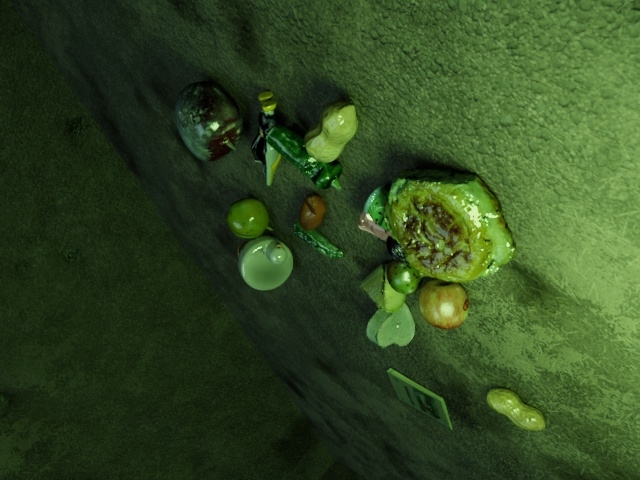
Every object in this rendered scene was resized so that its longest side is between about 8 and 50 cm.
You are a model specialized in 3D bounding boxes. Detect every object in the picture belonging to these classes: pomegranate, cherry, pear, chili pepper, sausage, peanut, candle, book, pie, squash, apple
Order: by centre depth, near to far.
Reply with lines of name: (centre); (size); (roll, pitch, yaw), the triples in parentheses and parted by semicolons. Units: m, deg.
pie: (0.303, -0.035, 1.428); (0.354, 0.103, 0.288); (14, 127, 34)
peanut: (0.023, -0.294, 1.564); (0.111, 0.125, 0.274); (66, 158, 12)
apple: (0.353, 0.177, 1.653); (0.146, 0.146, 0.131); (18, 122, 50)
pomegranate: (0.262, 0.099, 1.739); (0.130, 0.130, 0.130); (39, 153, 24)
chili pepper: (-0.033, -0.244, 1.740); (0.270, 0.099, 0.136); (40, -172, 11)
peanut: (0.607, 0.522, 1.787); (0.193, 0.089, 0.089); (31, 150, 28)
squash: (0.207, 0.191, 1.958); (0.252, 0.093, 0.169); (129, 145, -65)
cherry: (-0.381, -0.407, 1.984); (0.296, 0.218, 0.255); (54, 157, 19)
candle: (0.250, 0.283, 1.984); (0.068, 0.192, 0.168); (20, 99, 49)
sausage: (-0.027, -0.100, 1.985); (0.089, 0.089, 0.179); (44, 152, 14)
chili pepper: (0.000, 0.000, 2.106); (0.227, 0.059, 0.088); (33, 139, 25)
pear: (-0.276, -0.081, 2.354); (0.216, 0.166, 0.180); (27, 146, -11)
book: (0.410, 0.653, 2.372); (0.282, 0.025, 0.215); (20, 143, 45)

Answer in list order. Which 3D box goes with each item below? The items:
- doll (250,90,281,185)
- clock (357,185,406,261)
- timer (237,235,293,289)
doll: (-0.174, -0.333, 1.868); (0.145, 0.103, 0.316); (43, 149, 28)
clock: (0.209, -0.040, 1.639); (0.195, 0.100, 0.194); (43, 153, 13)
timer: (-0.222, 0.098, 2.396); (0.240, 0.233, 0.233); (42, 161, 59)
